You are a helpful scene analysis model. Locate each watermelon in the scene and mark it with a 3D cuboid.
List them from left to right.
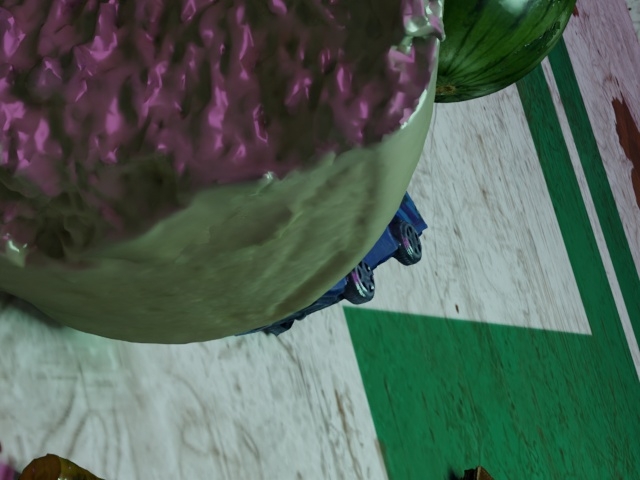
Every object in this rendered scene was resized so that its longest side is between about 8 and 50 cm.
[{"bbox_3d":[0.099,-0.234,1.188,0.242,0.242,0.242,47,32,-42],"label":"watermelon"}]

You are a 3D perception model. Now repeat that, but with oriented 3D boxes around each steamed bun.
[{"bbox_3d":[-0.045,-0.103,0.694,0.273,0.272,0.290,43,50,-52],"label":"steamed bun"}]

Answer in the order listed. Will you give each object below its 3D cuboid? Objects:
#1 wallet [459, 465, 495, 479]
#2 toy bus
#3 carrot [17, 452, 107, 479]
[{"bbox_3d":[0.156,0.260,1.174,0.176,0.026,0.095,48,37,-40],"label":"wallet"},{"bbox_3d":[0.002,-0.003,0.978,0.094,0.079,0.236,66,23,-3],"label":"toy bus"},{"bbox_3d":[-0.086,0.147,0.714,0.171,0.042,0.042,42,35,-44],"label":"carrot"}]
